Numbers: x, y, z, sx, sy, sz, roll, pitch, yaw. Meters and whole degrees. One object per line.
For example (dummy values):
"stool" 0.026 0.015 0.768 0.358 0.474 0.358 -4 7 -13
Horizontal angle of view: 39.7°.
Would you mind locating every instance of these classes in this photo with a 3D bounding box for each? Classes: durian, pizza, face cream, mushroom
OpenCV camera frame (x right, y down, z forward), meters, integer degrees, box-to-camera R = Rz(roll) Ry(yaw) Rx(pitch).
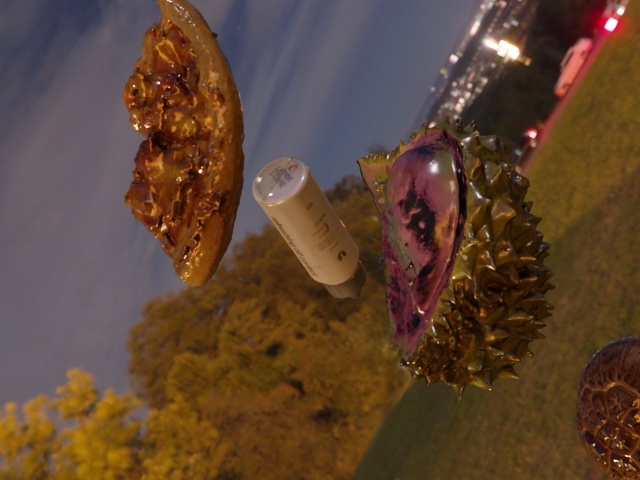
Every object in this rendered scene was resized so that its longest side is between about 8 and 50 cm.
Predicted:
"durian" 0.100 -0.008 0.539 0.108 0.119 0.187 110 159 -47
"pizza" -0.152 -0.103 0.930 0.085 0.161 0.305 -7 -90 -54
"face cream" 0.000 0.000 1.369 0.092 0.092 0.311 -61 -37 -22
"mushroom" 0.248 0.133 0.676 0.109 0.085 0.126 -158 57 -72

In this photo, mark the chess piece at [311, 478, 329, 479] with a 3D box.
"chess piece" -0.016 0.319 0.292 0.234 0.234 0.442 111 144 -68
